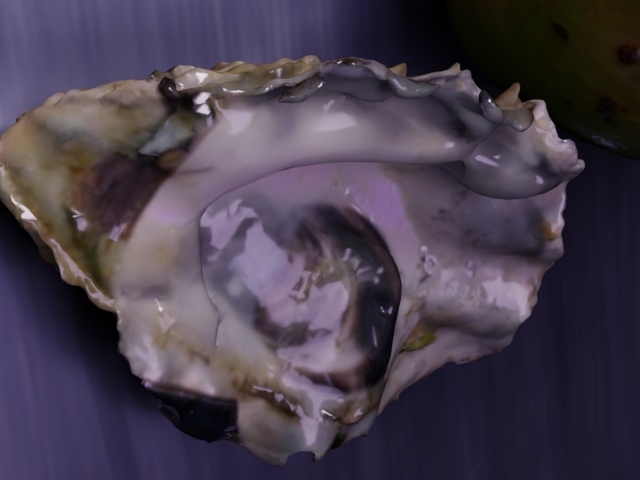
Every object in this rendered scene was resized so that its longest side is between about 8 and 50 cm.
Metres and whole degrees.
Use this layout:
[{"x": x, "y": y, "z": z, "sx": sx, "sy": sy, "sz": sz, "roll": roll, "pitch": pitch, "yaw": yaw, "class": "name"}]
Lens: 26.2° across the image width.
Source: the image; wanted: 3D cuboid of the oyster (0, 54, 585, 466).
[{"x": -0.001, "y": -0.001, "z": 0.710, "sx": 0.351, "sy": 0.115, "sz": 0.238, "roll": 13, "pitch": 115, "yaw": -34, "class": "oyster"}]

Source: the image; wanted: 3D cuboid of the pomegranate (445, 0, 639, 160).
[{"x": 0.157, "y": -0.180, "z": 0.759, "sx": 0.323, "sy": 0.291, "sz": 0.290, "roll": -4, "pitch": 106, "yaw": -1, "class": "pomegranate"}]
